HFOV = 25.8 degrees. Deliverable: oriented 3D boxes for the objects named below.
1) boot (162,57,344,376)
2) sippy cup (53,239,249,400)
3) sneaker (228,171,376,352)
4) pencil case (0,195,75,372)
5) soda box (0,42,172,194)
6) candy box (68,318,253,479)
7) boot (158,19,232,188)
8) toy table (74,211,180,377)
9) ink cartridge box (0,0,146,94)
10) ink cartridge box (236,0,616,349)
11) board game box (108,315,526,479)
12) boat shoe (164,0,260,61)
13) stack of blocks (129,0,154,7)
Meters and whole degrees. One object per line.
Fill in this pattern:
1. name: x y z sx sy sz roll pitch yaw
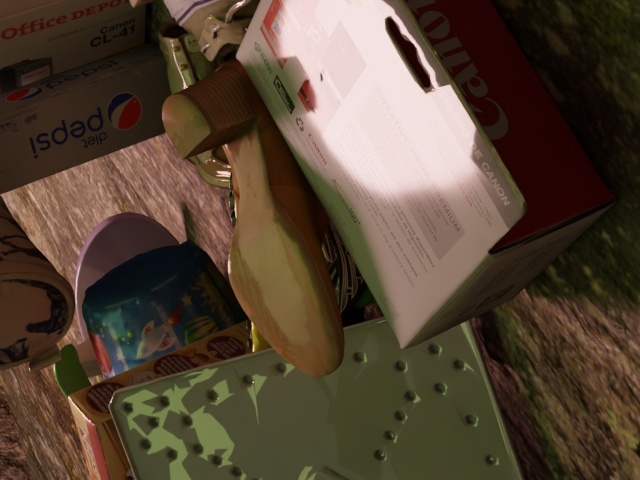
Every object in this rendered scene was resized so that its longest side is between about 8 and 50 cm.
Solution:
1. boot: -0.005 -0.041 1.286 0.104 0.211 0.295 -29 88 42
2. sippy cup: -0.175 0.132 1.719 0.224 0.305 0.240 66 171 -19
3. sneaker: 0.000 0.000 1.440 0.146 0.134 0.344 -4 101 20
4. pencil case: -0.457 -0.007 1.769 0.410 0.160 0.183 48 178 38
5. soda box: -0.305 -0.150 1.714 0.091 0.286 0.098 26 134 54
6. candy box: -0.105 0.203 1.565 0.087 0.316 0.183 32 138 55
7. boot: -0.119 -0.158 1.579 0.213 0.077 0.165 36 140 55
8. toy table: -0.241 0.117 1.908 0.161 0.252 0.274 -125 13 -64
9. ink cartridge box: -0.349 -0.247 1.801 0.131 0.226 0.306 57 156 25
10. ink cartridge box: 0.084 -0.111 1.117 0.309 0.130 0.272 61 154 14
11. board game box: 0.026 0.280 1.382 0.390 0.050 0.390 -17 97 22
12. boat shoe: -0.078 -0.247 1.405 0.094 0.109 0.302 55 168 -10
13. stack of blocks: -0.158 -0.380 1.445 0.171 0.087 0.297 67 157 2
